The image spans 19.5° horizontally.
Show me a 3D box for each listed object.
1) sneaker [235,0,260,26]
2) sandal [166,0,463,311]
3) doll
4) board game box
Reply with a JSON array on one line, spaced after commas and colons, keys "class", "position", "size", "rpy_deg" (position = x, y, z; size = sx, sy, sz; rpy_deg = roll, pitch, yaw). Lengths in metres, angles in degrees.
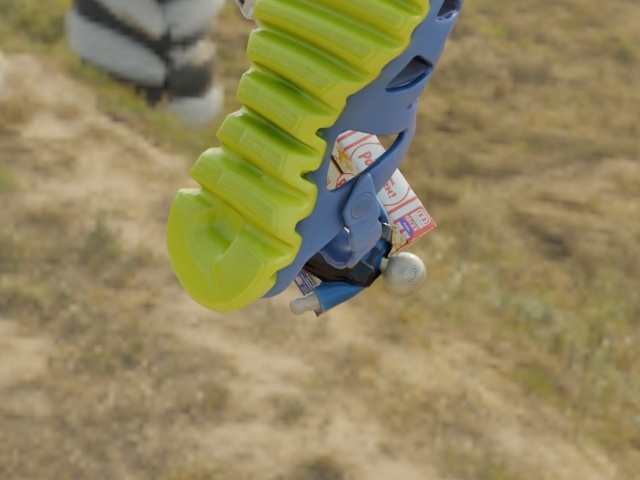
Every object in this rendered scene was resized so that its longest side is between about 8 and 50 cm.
[{"class": "sneaker", "position": [-0.036, -0.240, 1.832], "size": [0.091, 0.258, 0.094], "rpy_deg": [-31, 19, -7]}, {"class": "sandal", "position": [0.016, -0.095, 1.237], "size": [0.138, 0.317, 0.126], "rpy_deg": [8, 28, -50]}, {"class": "doll", "position": [0.000, 0.000, 1.520], "size": [0.189, 0.129, 0.046], "rpy_deg": [24, -16, -14]}, {"class": "board game box", "position": [0.015, -0.026, 1.875], "size": [0.045, 0.147, 0.193], "rpy_deg": [-29, -7, -37]}]
